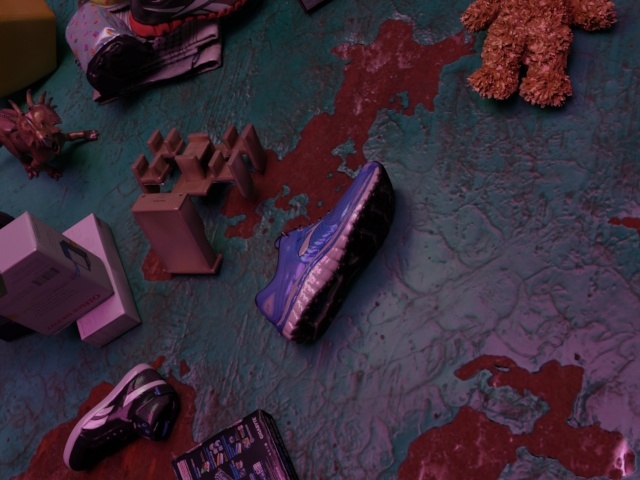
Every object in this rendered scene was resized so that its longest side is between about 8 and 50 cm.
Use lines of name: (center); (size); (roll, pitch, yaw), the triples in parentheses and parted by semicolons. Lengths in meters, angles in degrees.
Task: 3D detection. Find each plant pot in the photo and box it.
plant pot: (-0.690, -0.451, 1.923); (0.187, 0.212, 0.212); (-18, 51, -31)

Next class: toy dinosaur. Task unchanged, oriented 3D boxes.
toy dinosaur: (-0.597, -0.221, 1.788); (0.295, 0.200, 0.127); (7, 69, 27)

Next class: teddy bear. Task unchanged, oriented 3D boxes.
teddy bear: (0.361, -0.378, 1.496); (0.245, 0.113, 0.338); (26, 79, 29)

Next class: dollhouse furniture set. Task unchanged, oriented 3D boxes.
dollhouse furniture set: (-0.226, -0.079, 1.624); (0.212, 0.161, 0.242); (-1, 44, 23)

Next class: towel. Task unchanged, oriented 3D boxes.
towel: (-0.351, -0.464, 1.881); (0.312, 0.056, 0.324); (-14, 62, 17)

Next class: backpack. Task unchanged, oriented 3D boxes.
backpack: (-0.438, -0.400, 1.802); (0.152, 0.115, 0.182); (-40, 52, 7)

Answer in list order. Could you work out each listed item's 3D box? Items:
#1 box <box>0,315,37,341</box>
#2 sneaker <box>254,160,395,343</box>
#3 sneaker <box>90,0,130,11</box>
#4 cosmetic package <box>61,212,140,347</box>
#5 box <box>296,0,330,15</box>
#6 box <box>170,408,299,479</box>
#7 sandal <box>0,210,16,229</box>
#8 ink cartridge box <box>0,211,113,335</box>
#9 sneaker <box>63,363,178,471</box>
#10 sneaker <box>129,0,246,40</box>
box: (-0.607, 0.079, 1.646); (0.108, 0.207, 0.153); (-20, 59, 15)
sneaker: (0.000, 0.000, 1.465); (0.147, 0.130, 0.330); (30, 81, 29)
sneaker: (-0.428, -0.548, 1.882); (0.208, 0.094, 0.081); (4, 70, 30)
cosmetic package: (-0.419, 0.073, 1.653); (0.099, 0.060, 0.239); (-30, 58, 8)
box: (0.042, -0.628, 1.773); (0.307, 0.076, 0.242); (-32, 58, 7)
box: (-0.119, 0.399, 1.373); (0.175, 0.051, 0.220); (-32, 58, 7)
sandal: (-0.761, 0.004, 1.782); (0.445, 0.167, 0.107); (-3, 59, 32)
ink cartridge box: (-0.488, 0.064, 1.527); (0.154, 0.212, 0.093); (-33, 55, 9)
sneaker: (-0.330, 0.321, 1.485); (0.121, 0.079, 0.217); (34, 82, 34)
sneaker: (-0.252, -0.495, 1.739); (0.276, 0.135, 0.098); (-21, 59, -9)
